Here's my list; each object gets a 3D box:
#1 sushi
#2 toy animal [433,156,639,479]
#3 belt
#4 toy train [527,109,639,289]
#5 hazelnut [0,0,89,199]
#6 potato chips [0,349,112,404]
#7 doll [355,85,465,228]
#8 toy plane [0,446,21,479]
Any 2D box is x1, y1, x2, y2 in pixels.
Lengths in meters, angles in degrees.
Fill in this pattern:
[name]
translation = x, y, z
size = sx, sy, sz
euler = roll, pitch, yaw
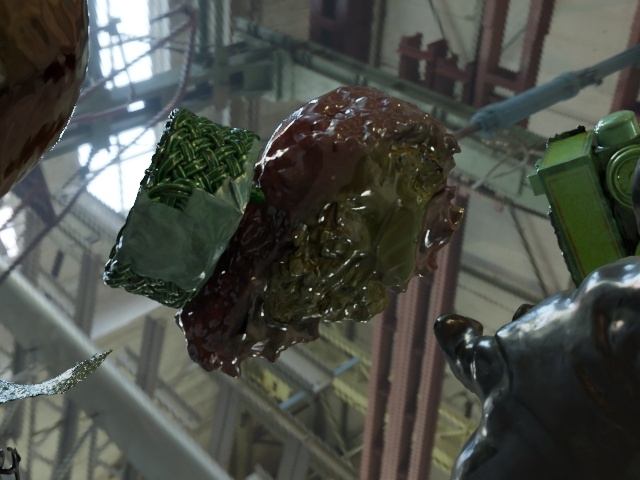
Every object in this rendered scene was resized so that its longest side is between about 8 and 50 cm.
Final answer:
[sushi]
translation = 0.001, -0.018, 0.665
size = 0.107, 0.241, 0.161
euler = 35, -42, 47
[toy animal]
translation = 0.133, 0.078, 0.443
size = 0.168, 0.106, 0.343
euler = 58, -46, 41
[belt]
translation = -0.081, -0.018, 0.596
size = 0.079, 0.121, 0.151
euler = 22, -26, -12
[toy train]
translation = 0.412, -0.040, 1.268
size = 0.188, 0.159, 0.271
euler = -16, -74, 26
[hazelnut]
translation = -0.392, -0.135, 0.753
size = 0.353, 0.421, 0.421
euler = 27, -46, 6
[potato chips]
translation = -0.365, 0.175, 1.177
size = 0.167, 0.228, 0.059
euler = -8, -96, 57
[doll]
translation = 0.064, -0.073, 1.029
size = 0.105, 0.115, 0.221
euler = -18, -54, 39
[toy plane]
translation = -0.247, 0.167, 0.641
size = 0.053, 0.078, 0.197
euler = 4, -57, 0
